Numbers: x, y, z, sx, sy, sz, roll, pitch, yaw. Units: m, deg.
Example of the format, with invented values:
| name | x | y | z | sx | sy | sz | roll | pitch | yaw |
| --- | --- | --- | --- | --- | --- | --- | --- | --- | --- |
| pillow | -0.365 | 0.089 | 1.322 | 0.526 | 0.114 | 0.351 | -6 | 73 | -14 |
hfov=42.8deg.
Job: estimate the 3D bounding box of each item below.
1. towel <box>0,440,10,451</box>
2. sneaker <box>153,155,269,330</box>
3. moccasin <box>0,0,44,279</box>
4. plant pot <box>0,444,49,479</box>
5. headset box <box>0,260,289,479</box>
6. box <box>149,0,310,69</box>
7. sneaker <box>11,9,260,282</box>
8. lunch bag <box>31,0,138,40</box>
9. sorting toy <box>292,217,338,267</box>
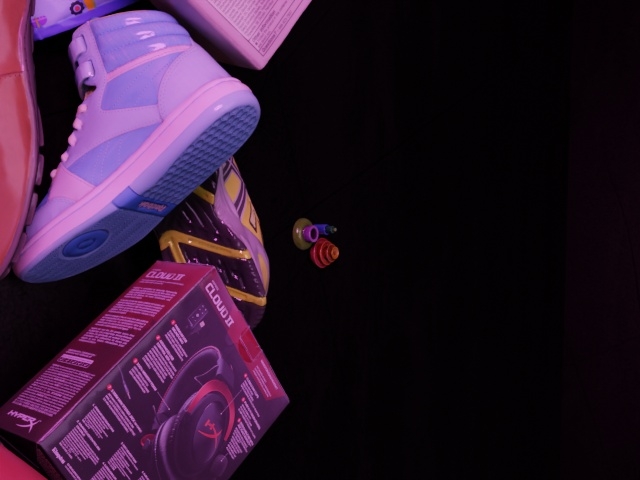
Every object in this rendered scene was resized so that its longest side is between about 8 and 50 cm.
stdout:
| name | x | y | z | sx | sy | sz | roll | pitch | yaw |
| --- | --- | --- | --- | --- | --- | --- | --- | --- | --- |
| towel | -0.289 | 0.336 | 0.904 | 0.187 | 0.049 | 0.282 | 4 | 85 | -55 |
| sneaker | -0.167 | -0.069 | 1.035 | 0.147 | 0.145 | 0.385 | -78 | 155 | -74 |
| moccasin | -0.339 | -0.142 | 0.756 | 0.147 | 0.139 | 0.380 | -4 | 104 | -36 |
| plant pot | -0.343 | 0.267 | 0.671 | 0.243 | 0.274 | 0.275 | 50 | 51 | -54 |
| headset box | -0.175 | 0.178 | 0.907 | 0.293 | 0.110 | 0.218 | -48 | 126 | -35 |
| box | -0.152 | -0.333 | 0.848 | 0.311 | 0.121 | 0.148 | 41 | 80 | -38 |
| sneaker | -0.239 | -0.114 | 0.887 | 0.208 | 0.319 | 0.127 | 53 | 4 | 15 |
| lunch bag | -0.261 | -0.368 | 0.896 | 0.293 | 0.138 | 0.221 | -40 | 124 | -36 |
| sorting toy | 0.000 | 0.000 | 1.312 | 0.102 | 0.042 | 0.061 | 49 | 52 | -42 |
